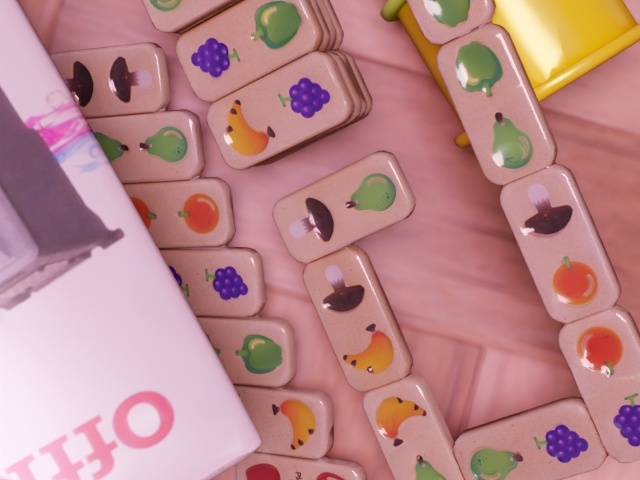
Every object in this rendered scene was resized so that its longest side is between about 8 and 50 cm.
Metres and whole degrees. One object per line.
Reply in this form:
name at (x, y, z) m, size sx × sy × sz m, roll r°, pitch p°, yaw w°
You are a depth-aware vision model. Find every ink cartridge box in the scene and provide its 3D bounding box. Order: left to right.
ink cartridge box at (-0.193, -0.001, 0.443) m, size 0.226 × 0.131 × 0.306 m, roll -30°, pitch 86°, yaw -15°

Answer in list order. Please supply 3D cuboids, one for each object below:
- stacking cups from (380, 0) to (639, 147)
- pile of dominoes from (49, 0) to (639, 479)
stacking cups at (0.021, -0.198, 0.502) m, size 0.096 × 0.096 × 0.316 m, roll -30°, pitch 90°, yaw -4°
pile of dominoes at (0.000, 0.000, 0.481) m, size 0.196 × 0.040 × 0.251 m, roll -24°, pitch 91°, yaw 24°
